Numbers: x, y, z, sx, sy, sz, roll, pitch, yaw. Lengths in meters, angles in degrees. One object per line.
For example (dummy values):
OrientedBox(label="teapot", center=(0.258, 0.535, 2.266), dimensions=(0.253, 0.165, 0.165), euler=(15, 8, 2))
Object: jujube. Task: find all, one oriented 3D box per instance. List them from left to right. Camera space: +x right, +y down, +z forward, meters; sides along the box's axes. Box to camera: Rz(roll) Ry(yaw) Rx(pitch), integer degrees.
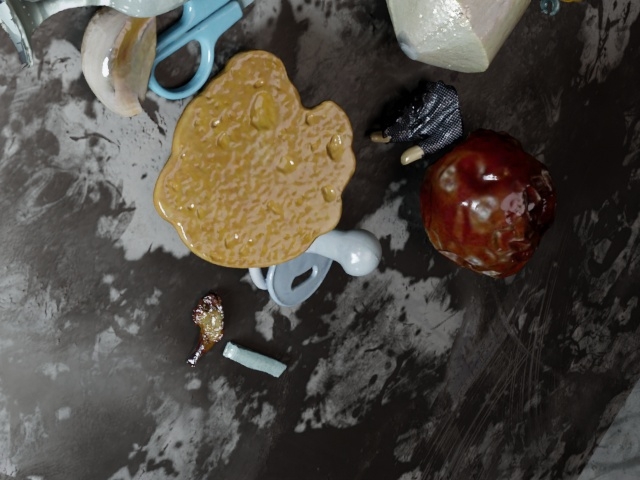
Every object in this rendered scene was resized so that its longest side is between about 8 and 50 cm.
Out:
OrientedBox(label="jujube", center=(0.341, -0.069, 2.174), dimensions=(0.276, 0.276, 0.377), euler=(-59, 151, -2))

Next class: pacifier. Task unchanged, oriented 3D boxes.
OrientedBox(label="pacifier", center=(0.000, 0.000, 1.894), dimensions=(0.238, 0.226, 0.287), euler=(-29, 129, -52))

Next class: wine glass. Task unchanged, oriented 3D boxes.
OrientedBox(label="wine glass", center=(-0.279, -0.345, 1.434), dimensions=(0.321, 0.143, 0.143), euler=(-25, 129, -18))

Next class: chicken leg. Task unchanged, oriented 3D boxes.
OrientedBox(label="chicken leg", center=(-0.203, 0.160, 1.931), dimensions=(0.062, 0.037, 0.145), euler=(-1, 114, -21))

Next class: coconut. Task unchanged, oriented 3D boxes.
OrientedBox(label="coconut", center=(0.228, -0.417, 1.896), dimensions=(0.244, 0.239, 0.239), euler=(-53, 139, -12))

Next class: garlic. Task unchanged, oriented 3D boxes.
OrientedBox(label="garlic", center=(-0.291, -0.260, 1.553), dimensions=(0.101, 0.087, 0.195), euler=(-7, 122, -28))

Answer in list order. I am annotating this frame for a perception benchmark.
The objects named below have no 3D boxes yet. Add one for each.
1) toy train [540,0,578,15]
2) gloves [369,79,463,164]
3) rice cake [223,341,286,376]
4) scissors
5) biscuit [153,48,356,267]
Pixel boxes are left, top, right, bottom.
OrientedBox(label="toy train", center=(0.427, -0.630, 2.021), dimensions=(0.249, 0.178, 0.429), euler=(-11, 120, -29))
OrientedBox(label="gloves", center=(0.173, -0.225, 2.060), dimensions=(0.181, 0.106, 0.129), euler=(-13, 128, -9))
OrientedBox(label="rice cake", center=(-0.123, 0.228, 2.056), dimensions=(0.171, 0.029, 0.033), euler=(29, 84, -50))
OrientedBox(label="scissors", center=(-0.114, -0.400, 1.701), dimensions=(0.447, 0.029, 0.192), euler=(-41, 134, -21))
OrientedBox(label="biscuit", center=(-0.097, -0.123, 1.763), dimensions=(0.312, 0.057, 0.351), euler=(16, 92, -19))
